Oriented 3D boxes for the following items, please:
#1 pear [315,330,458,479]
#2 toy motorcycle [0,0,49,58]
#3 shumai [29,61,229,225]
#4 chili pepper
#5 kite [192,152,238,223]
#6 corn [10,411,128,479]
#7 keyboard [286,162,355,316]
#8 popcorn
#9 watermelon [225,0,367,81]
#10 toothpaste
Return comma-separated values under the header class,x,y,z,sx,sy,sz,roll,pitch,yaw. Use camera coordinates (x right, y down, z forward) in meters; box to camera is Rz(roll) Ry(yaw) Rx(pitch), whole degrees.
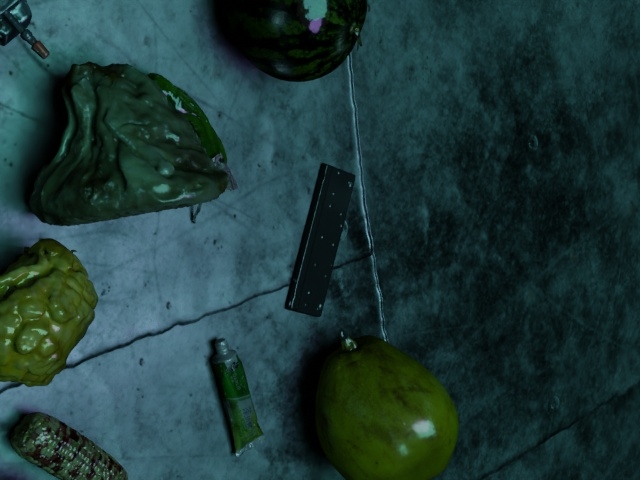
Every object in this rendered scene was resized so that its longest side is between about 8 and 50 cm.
class,x,y,z,sx,sy,sz,roll,pitch,yaw
pear,0.123,0.350,2.206,0.287,0.287,0.375,-32,99,-33
toy motorcycle,-0.562,-0.275,1.604,0.221,0.148,0.325,48,70,-10
shumai,-0.319,-0.168,1.741,0.309,0.304,0.263,-13,93,-41
chili pepper,-0.252,-0.211,1.919,0.257,0.100,0.074,54,34,-30
kite,-0.207,-0.095,1.970,0.139,0.011,0.156,1,125,-41
corn,-0.422,0.379,1.849,0.253,0.086,0.086,45,68,-36
keyboard,0.000,0.000,2.205,0.101,0.018,0.309,18,85,-43
popcorn,-0.460,0.118,1.692,0.190,0.250,0.250,32,71,2
watermelon,-0.043,-0.429,1.963,0.269,0.269,0.269,-7,100,-40
toothpaste,-0.164,0.303,2.090,0.078,0.047,0.248,-27,115,-33
